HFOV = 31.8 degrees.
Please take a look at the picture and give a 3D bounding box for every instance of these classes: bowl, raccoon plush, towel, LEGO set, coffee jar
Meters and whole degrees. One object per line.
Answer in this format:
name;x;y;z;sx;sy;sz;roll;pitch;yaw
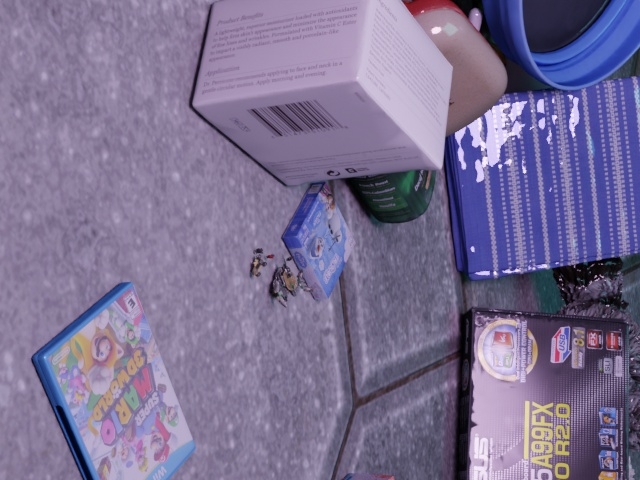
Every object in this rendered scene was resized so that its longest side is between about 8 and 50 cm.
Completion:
bowl;0.341;-0.386;1.404;0.391;0.077;0.391;-27;131;-35
raccoon plush;0.337;0.194;1.636;0.299;0.216;0.446;-27;89;-46
towel;0.336;-0.087;1.516;0.040;0.336;0.243;-140;-138;-81
LEGO set;-0.043;0.037;1.123;0.083;0.023;0.054;47;44;-29
coffee jar;0.059;-0.104;1.250;0.184;0.079;0.096;47;48;-46

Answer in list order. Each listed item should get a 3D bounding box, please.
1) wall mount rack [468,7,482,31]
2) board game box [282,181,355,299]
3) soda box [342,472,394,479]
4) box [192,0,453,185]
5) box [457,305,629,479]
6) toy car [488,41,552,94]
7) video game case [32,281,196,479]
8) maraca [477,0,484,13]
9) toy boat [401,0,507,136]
wall mount rack;0.236;-0.424;1.417;0.350;0.130;0.304;-23;125;-39
board game box;0.000;0.000;1.195;0.090;0.020;0.090;64;37;-34
soda box;0.018;0.305;1.148;0.183;0.058;0.063;-29;111;-56
box;0.007;-0.147;1.067;0.182;0.181;0.119;38;55;-51
box;0.293;0.231;1.479;0.060;0.216;0.270;118;-23;-75
toy car;0.334;-0.205;1.664;0.238;0.219;0.210;58;27;12
video game case;-0.162;0.134;0.910;0.119;0.015;0.166;-46;125;-52
maraca;0.300;-0.373;1.680;0.185;0.099;0.127;-44;105;-29
toy boat;0.118;-0.223;1.338;0.231;0.151;0.151;33;29;-53
